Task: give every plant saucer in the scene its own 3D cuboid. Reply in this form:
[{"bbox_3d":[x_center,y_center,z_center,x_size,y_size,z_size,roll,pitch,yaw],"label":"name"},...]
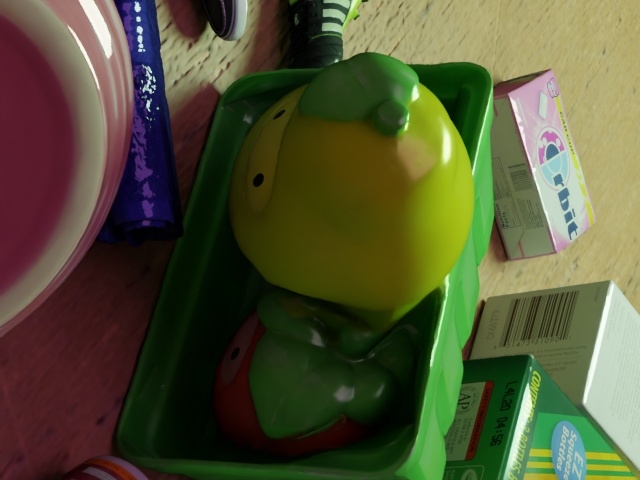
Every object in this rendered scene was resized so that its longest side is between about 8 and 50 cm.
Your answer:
[{"bbox_3d":[-0.252,-0.055,0.890,0.332,0.084,0.332,-14,120,-26],"label":"plant saucer"}]

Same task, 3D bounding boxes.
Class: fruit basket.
[{"bbox_3d":[0.000,0.000,1.178,0.392,0.283,0.392,0,90,-65],"label":"fruit basket"}]

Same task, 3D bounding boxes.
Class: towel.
[{"bbox_3d":[-0.156,-0.148,1.128,0.227,0.076,0.308,134,-51,-85],"label":"towel"}]

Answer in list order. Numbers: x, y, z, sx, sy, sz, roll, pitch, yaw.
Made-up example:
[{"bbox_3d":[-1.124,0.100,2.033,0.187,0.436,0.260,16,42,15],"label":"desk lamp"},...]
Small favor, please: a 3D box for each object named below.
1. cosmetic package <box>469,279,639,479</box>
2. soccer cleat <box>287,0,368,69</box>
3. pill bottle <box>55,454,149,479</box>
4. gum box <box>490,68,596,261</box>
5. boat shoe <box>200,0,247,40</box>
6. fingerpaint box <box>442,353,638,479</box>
[{"bbox_3d":[0.257,0.159,1.585,0.183,0.151,0.151,46,49,-34],"label":"cosmetic package"},{"bbox_3d":[-0.007,-0.193,1.410,0.072,0.060,0.179,43,43,-26],"label":"soccer cleat"},{"bbox_3d":[-0.181,0.214,1.061,0.152,0.086,0.086,-31,106,-51],"label":"pill bottle"},{"bbox_3d":[0.226,-0.076,1.671,0.107,0.062,0.188,-31,106,-51],"label":"gum box"},{"bbox_3d":[-0.097,-0.235,1.312,0.040,0.049,0.142,-12,90,-34],"label":"boat shoe"},{"bbox_3d":[0.170,0.390,1.408,0.371,0.163,0.444,48,48,-35],"label":"fingerpaint box"}]
